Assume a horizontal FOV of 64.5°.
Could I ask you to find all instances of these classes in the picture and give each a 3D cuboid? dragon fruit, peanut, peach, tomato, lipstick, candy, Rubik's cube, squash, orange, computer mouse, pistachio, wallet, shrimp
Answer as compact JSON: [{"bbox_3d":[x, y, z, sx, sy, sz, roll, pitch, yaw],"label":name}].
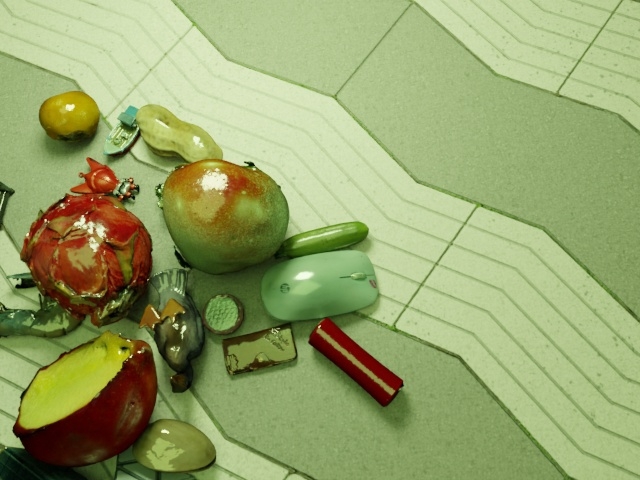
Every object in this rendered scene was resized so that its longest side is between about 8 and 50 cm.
[{"bbox_3d":[-0.541,0.034,1.200,0.342,0.277,0.277,36,78,14],"label":"dragon fruit"},{"bbox_3d":[-0.384,-0.268,1.363,0.274,0.111,0.125,30,81,11],"label":"peanut"},{"bbox_3d":[-0.475,0.350,1.111,0.361,0.201,0.258,-30,31,11],"label":"peach"},{"bbox_3d":[-0.230,-0.045,1.196,0.303,0.303,0.239,1,71,3],"label":"tomato"},{"bbox_3d":[0.081,0.283,1.188,0.241,0.080,0.080,39,79,13],"label":"lipstick"},{"bbox_3d":[-0.240,0.183,1.253,0.103,0.043,0.103,-1,70,3],"label":"candy"},{"bbox_3d":[-0.372,0.590,1.083,0.228,0.233,0.228,-17,114,34],"label":"Rubik's cube"},{"bbox_3d":[0.000,0.000,1.284,0.251,0.066,0.066,-13,73,-2],"label":"squash"},{"bbox_3d":[-0.681,-0.335,1.386,0.154,0.155,0.134,-26,115,-5],"label":"orange"},{"bbox_3d":[-0.005,0.108,1.238,0.288,0.097,0.160,-11,71,0],"label":"computer mouse"},{"bbox_3d":[-0.323,0.463,1.135,0.185,0.126,0.108,11,112,-8],"label":"pistachio"},{"bbox_3d":[-0.148,0.264,1.233,0.176,0.026,0.095,-13,75,0],"label":"wallet"},{"bbox_3d":[-0.741,0.155,1.276,0.289,0.075,0.178,-1,65,4],"label":"shrimp"}]

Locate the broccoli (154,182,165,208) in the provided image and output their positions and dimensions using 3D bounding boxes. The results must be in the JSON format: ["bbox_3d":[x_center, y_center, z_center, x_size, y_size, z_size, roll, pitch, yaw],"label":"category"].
[{"bbox_3d":[-0.390,-0.103,1.325,0.095,0.092,0.097,-1,91,16],"label":"broccoli"}]

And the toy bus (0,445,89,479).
[{"bbox_3d":[-0.586,0.556,1.063,0.275,0.138,0.167,12,70,33],"label":"toy bus"}]

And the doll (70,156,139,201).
[{"bbox_3d":[-0.575,-0.155,1.365,0.168,0.057,0.109,16,73,9],"label":"doll"}]

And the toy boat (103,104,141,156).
[{"bbox_3d":[-0.544,-0.302,1.408,0.069,0.059,0.173,27,76,11],"label":"toy boat"}]

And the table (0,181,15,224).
[{"bbox_3d":[-0.965,-0.028,1.235,0.222,0.272,0.335,4,73,3],"label":"table"}]

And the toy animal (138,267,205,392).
[{"bbox_3d":[-0.341,0.202,1.189,0.122,0.185,0.298,-20,47,-1],"label":"toy animal"}]
